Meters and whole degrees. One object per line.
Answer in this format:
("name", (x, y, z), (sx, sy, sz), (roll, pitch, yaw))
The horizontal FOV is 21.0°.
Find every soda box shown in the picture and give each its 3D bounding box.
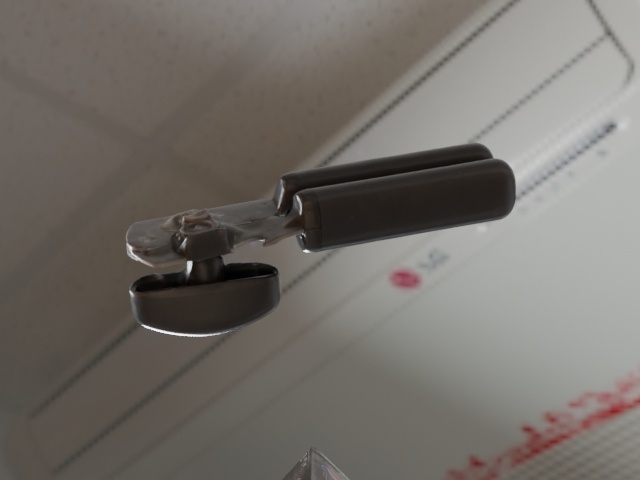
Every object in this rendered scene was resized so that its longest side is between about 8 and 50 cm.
("soda box", (-0.007, 0.247, 1.598), (0.053, 0.169, 0.060), (41, -85, -4))

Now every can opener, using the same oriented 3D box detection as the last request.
("can opener", (0.000, 0.000, 1.229), (0.283, 0.076, 0.095), (-10, -67, -15))
